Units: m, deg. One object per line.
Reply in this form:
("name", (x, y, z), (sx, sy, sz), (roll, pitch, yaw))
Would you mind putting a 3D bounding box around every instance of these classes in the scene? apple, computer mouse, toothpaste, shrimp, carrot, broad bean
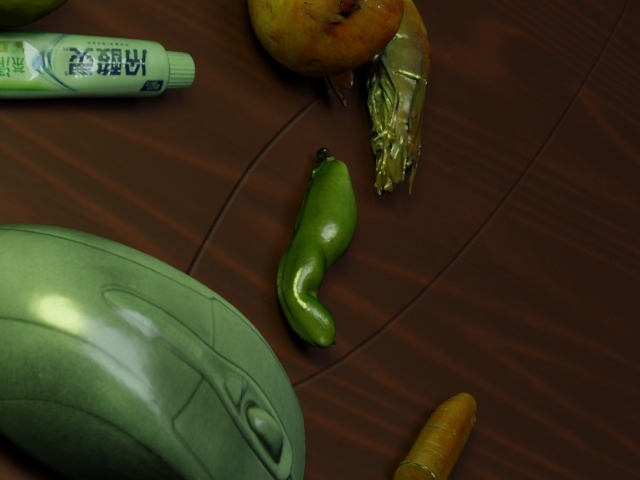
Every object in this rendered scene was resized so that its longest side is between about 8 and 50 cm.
("apple", (0.005, -0.222, 1.687), (0.146, 0.146, 0.146), (24, 54, -37))
("computer mouse", (-0.122, 0.114, 1.408), (0.371, 0.122, 0.188), (41, 45, -29))
("toothpaste", (-0.225, -0.142, 1.488), (0.297, 0.048, 0.075), (-3, 74, -44))
("shrimp", (0.052, -0.160, 1.781), (0.150, 0.068, 0.249), (5, 61, -32))
("carrot", (0.110, 0.180, 1.672), (0.048, 0.048, 0.139), (52, 39, -14))
("broad bean", (0.000, 0.000, 1.646), (0.070, 0.048, 0.214), (30, 50, -29))

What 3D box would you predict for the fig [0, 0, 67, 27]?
("fig", (-0.215, -0.267, 1.491), (0.151, 0.151, 0.259), (60, 35, -4))
